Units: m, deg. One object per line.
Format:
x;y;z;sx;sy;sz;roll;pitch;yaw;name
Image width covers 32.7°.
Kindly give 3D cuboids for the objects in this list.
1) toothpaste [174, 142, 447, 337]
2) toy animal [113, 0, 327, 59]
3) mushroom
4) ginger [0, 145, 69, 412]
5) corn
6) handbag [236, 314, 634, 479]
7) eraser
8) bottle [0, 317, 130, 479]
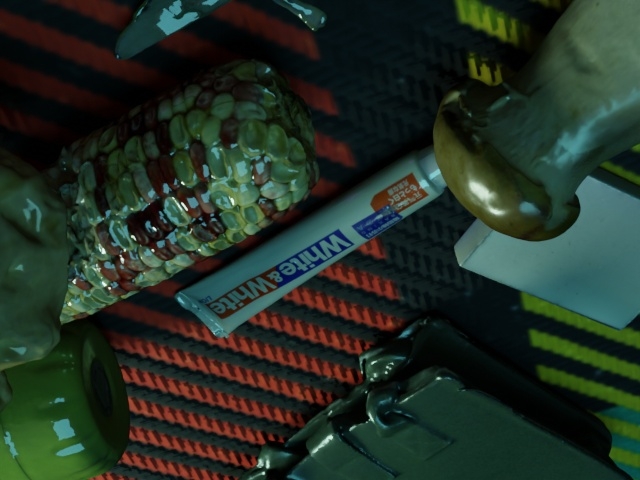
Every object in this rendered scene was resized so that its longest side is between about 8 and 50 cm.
0.000;0.000;0.709;0.218;0.033;0.052;-32;122;23;toothpaste
-0.010;-0.141;0.542;0.155;0.095;0.219;27;122;-23;toy animal
0.208;-0.128;0.567;0.350;0.128;0.128;-40;125;22;mushroom
-0.275;0.060;0.583;0.354;0.126;0.190;-41;89;22;ginger
-0.133;-0.010;0.635;0.290;0.098;0.098;-24;130;17;corn
0.084;0.196;0.859;0.260;0.079;0.247;33;118;-30;handbag
0.179;0.002;0.741;0.150;0.023;0.104;22;124;-24;eraser
-0.265;0.130;0.722;0.260;0.112;0.112;-16;131;5;bottle
